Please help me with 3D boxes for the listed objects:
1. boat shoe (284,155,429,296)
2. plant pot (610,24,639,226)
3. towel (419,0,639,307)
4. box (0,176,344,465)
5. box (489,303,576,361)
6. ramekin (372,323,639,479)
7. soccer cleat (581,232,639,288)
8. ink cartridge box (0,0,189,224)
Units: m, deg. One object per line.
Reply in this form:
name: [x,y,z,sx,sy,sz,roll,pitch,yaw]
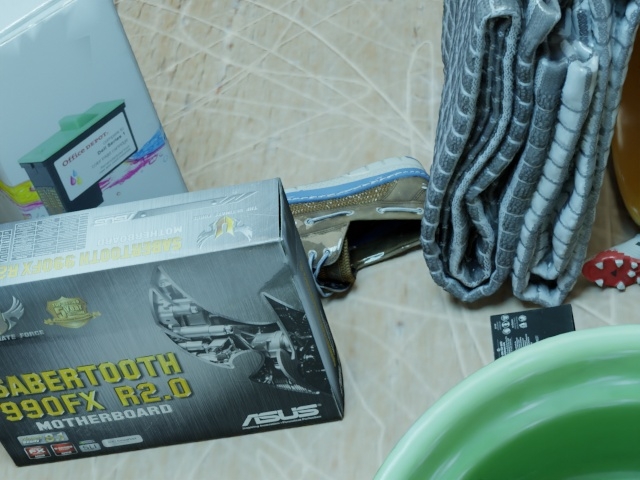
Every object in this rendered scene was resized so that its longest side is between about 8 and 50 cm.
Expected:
boat shoe: [0.000,0.000,1.136,0.183,0.066,0.066,-25,49,-6]
plant pot: [0.305,-0.108,1.072,0.188,0.205,0.205,1,48,-4]
towel: [0.132,-0.129,1.060,0.121,0.284,0.235,8,50,4]
box: [-0.114,0.057,1.039,0.231,0.183,0.056,-9,48,7]
box: [0.136,0.090,1.005,0.052,0.083,0.062,-9,48,10]
ramekin: [0.160,0.207,0.803,0.303,0.148,0.303,-2,65,4]
soccer cleat: [0.214,0.009,1.095,0.083,0.029,0.035,-13,38,1]
ink cartridge box: [-0.200,-0.093,1.131,0.117,0.278,0.201,-34,49,-15]
